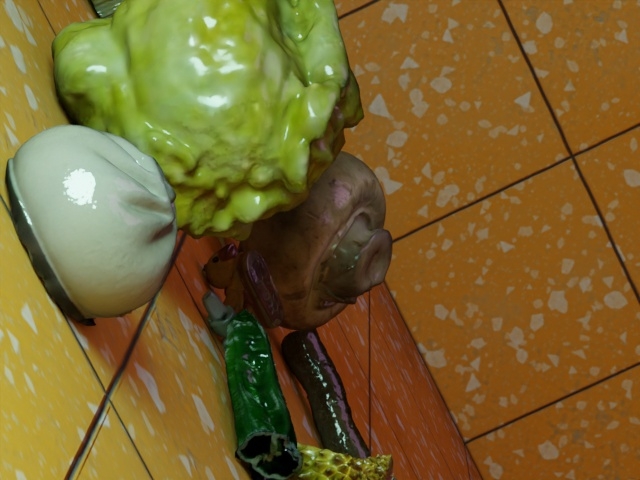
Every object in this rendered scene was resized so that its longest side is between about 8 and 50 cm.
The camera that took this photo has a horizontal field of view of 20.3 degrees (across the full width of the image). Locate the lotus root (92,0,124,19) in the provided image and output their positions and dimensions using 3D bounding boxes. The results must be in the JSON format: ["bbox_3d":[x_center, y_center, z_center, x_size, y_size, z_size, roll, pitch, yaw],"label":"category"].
[{"bbox_3d":[-0.218,-0.309,2.191,0.070,0.144,0.143,-114,-175,-72],"label":"lotus root"}]

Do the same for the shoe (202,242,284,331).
[{"bbox_3d":[-0.092,0.062,2.087,0.109,0.069,0.072,51,37,-31],"label":"shoe"}]

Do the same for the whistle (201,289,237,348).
[{"bbox_3d":[-0.105,0.094,1.992,0.100,0.035,0.035,58,9,-36],"label":"whistle"}]

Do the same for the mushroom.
[{"bbox_3d":[0.000,0.000,2.286,0.255,0.184,0.255,-33,130,-53],"label":"mushroom"}]

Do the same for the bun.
[{"bbox_3d":[-0.180,-0.024,1.498,0.173,0.120,0.173,62,5,-10],"label":"bun"}]

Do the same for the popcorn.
[{"bbox_3d":[-0.103,-0.157,1.823,0.312,0.312,0.312,63,7,-14],"label":"popcorn"}]

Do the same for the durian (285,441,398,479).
[{"bbox_3d":[0.027,0.280,1.938,0.182,0.132,0.165,-130,-157,-71],"label":"durian"}]

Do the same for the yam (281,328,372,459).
[{"bbox_3d":[0.018,0.235,2.328,0.061,0.061,0.253,33,33,-77],"label":"yam"}]

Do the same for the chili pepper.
[{"bbox_3d":[-0.067,0.154,1.903,0.227,0.059,0.088,-103,166,-49],"label":"chili pepper"}]
